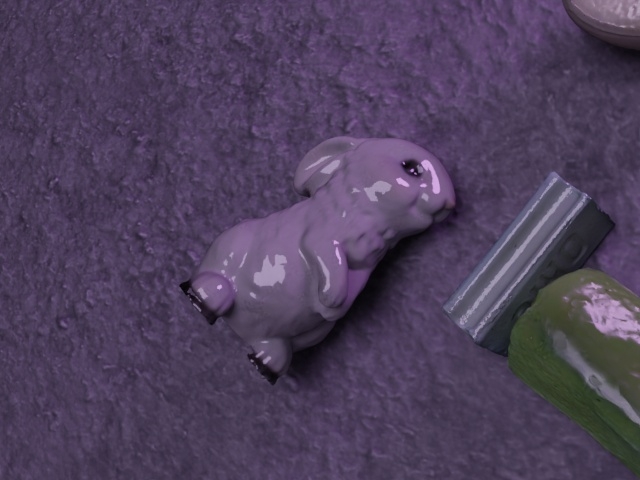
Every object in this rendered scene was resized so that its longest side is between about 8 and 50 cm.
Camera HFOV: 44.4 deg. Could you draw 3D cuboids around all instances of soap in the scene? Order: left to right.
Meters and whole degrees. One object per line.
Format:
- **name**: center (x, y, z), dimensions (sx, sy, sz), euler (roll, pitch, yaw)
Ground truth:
- **soap**: center (0.234, 0.032, 0.875), dimensions (0.198, 0.114, 0.063), euler (-53, 54, 10)

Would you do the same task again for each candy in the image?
- **candy**: center (0.339, 0.168, 0.760), dimensions (0.142, 0.132, 0.343), euler (-27, 52, -25)

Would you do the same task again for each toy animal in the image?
- **toy animal**: center (0.000, 0.000, 1.023), dimensions (0.357, 0.194, 0.258), euler (-43, 30, -3)

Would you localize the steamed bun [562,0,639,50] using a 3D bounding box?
- **steamed bun**: center (0.387, -0.292, 0.863), dimensions (0.228, 0.131, 0.177), euler (11, 91, 35)
